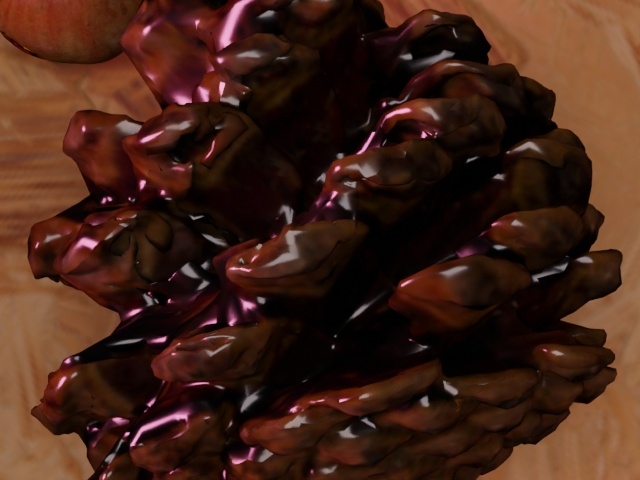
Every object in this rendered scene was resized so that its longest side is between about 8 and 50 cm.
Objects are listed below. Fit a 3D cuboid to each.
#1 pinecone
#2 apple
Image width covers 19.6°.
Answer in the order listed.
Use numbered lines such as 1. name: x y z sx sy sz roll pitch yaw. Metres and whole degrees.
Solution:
1. pinecone: -0.002 0.010 0.742 0.243 0.243 0.257 -13 45 0
2. apple: -0.111 -0.119 0.818 0.084 0.071 0.084 1 81 -4
